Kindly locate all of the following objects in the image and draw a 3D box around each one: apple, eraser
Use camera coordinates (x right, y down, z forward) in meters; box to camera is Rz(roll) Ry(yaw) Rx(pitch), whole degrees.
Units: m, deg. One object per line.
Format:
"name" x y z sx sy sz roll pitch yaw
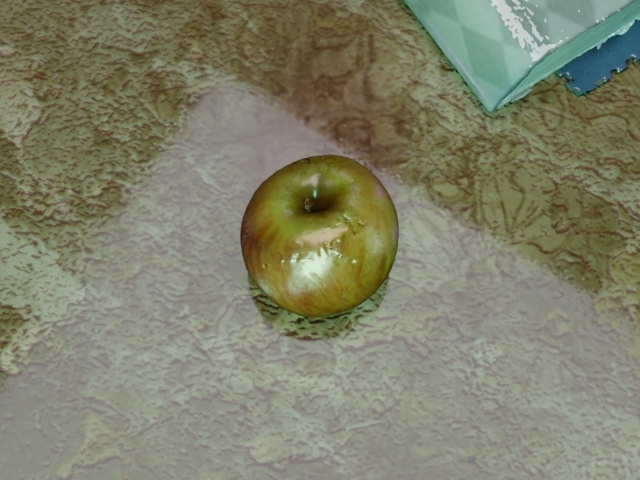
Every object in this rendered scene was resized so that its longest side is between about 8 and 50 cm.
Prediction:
"apple" 0.000 0.000 1.088 0.147 0.146 0.146 0 75 -1
"eraser" 0.140 -0.341 1.188 0.213 0.082 0.396 -32 77 -10

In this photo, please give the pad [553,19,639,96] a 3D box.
"pad" 0.282 -0.311 1.230 0.269 0.012 0.269 -32 77 -8
